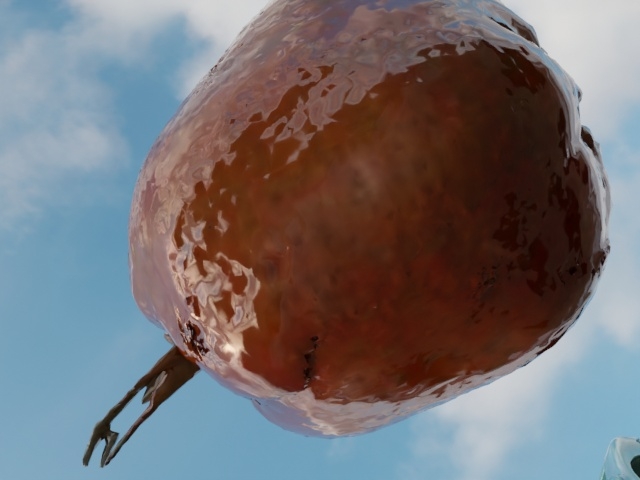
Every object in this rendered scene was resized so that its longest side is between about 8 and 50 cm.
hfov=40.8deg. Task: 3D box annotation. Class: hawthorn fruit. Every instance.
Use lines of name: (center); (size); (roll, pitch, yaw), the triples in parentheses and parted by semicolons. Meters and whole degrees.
hawthorn fruit: (0.000, 0.000, 0.415); (0.299, 0.211, 0.211); (-38, -57, -8)

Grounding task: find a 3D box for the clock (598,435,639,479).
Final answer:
clock: (0.429, 0.326, 0.989); (0.274, 0.224, 0.094); (-13, -61, -66)
